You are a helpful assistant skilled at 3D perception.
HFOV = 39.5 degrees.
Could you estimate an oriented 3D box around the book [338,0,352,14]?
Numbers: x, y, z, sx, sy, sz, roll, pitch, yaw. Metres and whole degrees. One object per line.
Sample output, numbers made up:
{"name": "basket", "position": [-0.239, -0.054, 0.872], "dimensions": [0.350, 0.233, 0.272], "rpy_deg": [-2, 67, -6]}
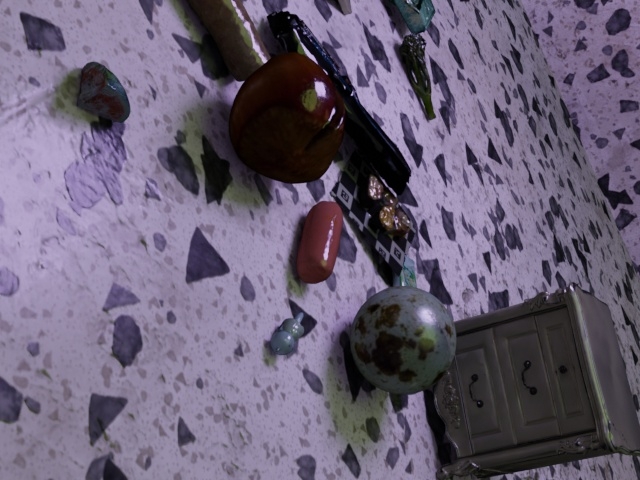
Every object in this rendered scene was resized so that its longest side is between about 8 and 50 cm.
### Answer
{"name": "book", "position": [0.016, -0.572, 1.763], "dimensions": [0.232, 0.022, 0.162], "rpy_deg": [43, 36, -69]}

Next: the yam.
{"name": "yam", "position": [-0.183, -0.405, 1.338], "dimensions": [0.356, 0.081, 0.081], "rpy_deg": [62, 30, -17]}

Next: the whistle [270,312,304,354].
{"name": "whistle", "position": [-0.045, 0.133, 1.275], "dimensions": [0.035, 0.035, 0.100], "rpy_deg": [61, 29, -15]}

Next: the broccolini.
{"name": "broccolini", "position": [0.223, -0.374, 2.040], "dimensions": [0.068, 0.091, 0.202], "rpy_deg": [-12, 95, -18]}

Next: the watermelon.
{"name": "watermelon", "position": [-0.269, -0.173, 1.089], "dimensions": [0.061, 0.085, 0.085], "rpy_deg": [-31, 102, -20]}

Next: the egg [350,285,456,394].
{"name": "egg", "position": [0.134, 0.154, 1.432], "dimensions": [0.169, 0.169, 0.231], "rpy_deg": [65, 16, -9]}

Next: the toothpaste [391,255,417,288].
{"name": "toothpaste", "position": [0.154, 0.140, 1.604], "dimensions": [0.075, 0.048, 0.296], "rpy_deg": [36, 40, -35]}

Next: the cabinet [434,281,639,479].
{"name": "cabinet", "position": [0.369, 0.268, 1.606], "dimensions": [0.227, 0.318, 0.289], "rpy_deg": [24, 53, -55]}

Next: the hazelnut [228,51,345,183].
{"name": "hazelnut", "position": [-0.053, -0.176, 1.326], "dimensions": [0.204, 0.178, 0.177], "rpy_deg": [59, 26, -54]}

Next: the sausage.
{"name": "sausage", "position": [0.000, 0.000, 1.407], "dimensions": [0.062, 0.062, 0.154], "rpy_deg": [49, 35, -32]}

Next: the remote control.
{"name": "remote control", "position": [0.043, -0.251, 1.607], "dimensions": [0.399, 0.062, 0.144], "rpy_deg": [48, 13, -32]}

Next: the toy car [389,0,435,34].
{"name": "toy car", "position": [0.166, -0.634, 2.050], "dimensions": [0.320, 0.097, 0.141], "rpy_deg": [59, 31, -21]}

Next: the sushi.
{"name": "sushi", "position": [0.119, -0.063, 1.645], "dimensions": [0.210, 0.040, 0.192], "rpy_deg": [52, 33, -17]}
